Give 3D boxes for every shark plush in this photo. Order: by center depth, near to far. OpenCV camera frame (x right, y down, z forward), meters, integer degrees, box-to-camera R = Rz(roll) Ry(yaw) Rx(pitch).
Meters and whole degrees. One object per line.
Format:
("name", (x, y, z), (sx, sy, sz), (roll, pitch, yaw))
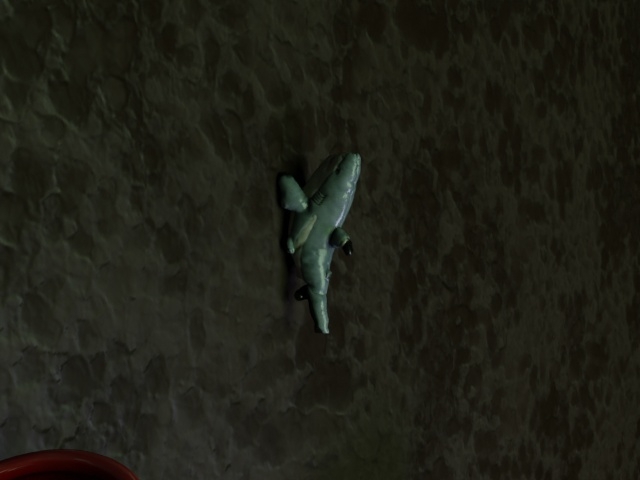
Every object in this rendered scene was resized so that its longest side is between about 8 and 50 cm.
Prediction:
("shark plush", (0.000, 0.000, 1.032), (0.073, 0.067, 0.161), (28, 68, -53))

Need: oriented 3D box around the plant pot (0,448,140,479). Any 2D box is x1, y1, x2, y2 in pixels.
("plant pot", (-0.166, 0.254, 0.695), (0.191, 0.191, 0.174), (-48, 132, -43))
